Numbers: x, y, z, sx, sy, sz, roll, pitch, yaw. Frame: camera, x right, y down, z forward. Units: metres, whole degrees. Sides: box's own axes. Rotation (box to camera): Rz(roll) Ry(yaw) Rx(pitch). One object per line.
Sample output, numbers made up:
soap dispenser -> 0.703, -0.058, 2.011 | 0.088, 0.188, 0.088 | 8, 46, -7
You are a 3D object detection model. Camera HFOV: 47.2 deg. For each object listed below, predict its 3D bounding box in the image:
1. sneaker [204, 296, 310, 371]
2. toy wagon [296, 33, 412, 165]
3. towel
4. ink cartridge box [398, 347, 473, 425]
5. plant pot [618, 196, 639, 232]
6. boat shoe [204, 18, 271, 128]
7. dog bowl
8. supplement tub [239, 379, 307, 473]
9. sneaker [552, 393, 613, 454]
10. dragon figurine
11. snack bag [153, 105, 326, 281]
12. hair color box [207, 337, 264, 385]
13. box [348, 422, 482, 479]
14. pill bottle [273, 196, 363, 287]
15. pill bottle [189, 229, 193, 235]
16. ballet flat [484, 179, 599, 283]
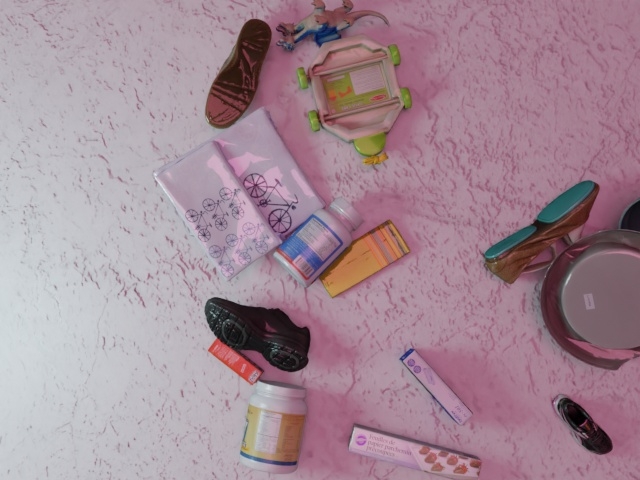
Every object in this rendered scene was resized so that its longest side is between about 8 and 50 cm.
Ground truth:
sneaker -> -0.152, 0.213, 1.807 | 0.286, 0.130, 0.109 | 31, 129, -10
toy wagon -> 0.097, -0.355, 1.894 | 0.267, 0.068, 0.344 | -14, 85, -1
towel -> 0.105, 0.047, 1.877 | 0.237, 0.021, 0.102 | -31, 79, -2
ink cartridge box -> 0.281, 0.358, 1.803 | 0.046, 0.097, 0.207 | -42, 85, -4
plant pot -> 0.907, -0.039, 1.771 | 0.293, 0.293, 0.196 | 48, 60, 5
boat shoe -> -0.212, -0.420, 1.889 | 0.109, 0.098, 0.302 | 22, 82, -11
dog bowl -> 0.711, 0.133, 1.765 | 0.349, 0.102, 0.348 | 4, 103, 18
supplement tub -> -0.110, 0.448, 1.772 | 0.144, 0.144, 0.199 | 10, 84, 1
sneaker -> 0.646, 0.459, 1.801 | 0.178, 0.077, 0.072 | 42, 87, 3
dragon figurine -> 0.024, -0.560, 1.905 | 0.289, 0.144, 0.085 | -11, 82, -20
snack bag -> -0.186, -0.120, 1.826 | 0.342, 0.037, 0.323 | -34, 96, -17
hair color box -> -0.210, 0.299, 1.824 | 0.141, 0.072, 0.043 | 36, 85, 4
box -> 0.231, 0.525, 1.803 | 0.324, 0.067, 0.063 | 15, 84, 1
pill bottle -> 0.000, 0.000, 1.827 | 0.124, 0.124, 0.221 | 44, 82, 4
pill bottle -> -0.290, -0.088, 1.857 | 0.087, 0.087, 0.160 | 6, 84, 1
ballet flat -> 0.574, -0.008, 1.843 | 0.342, 0.116, 0.124 | -37, 105, -3
